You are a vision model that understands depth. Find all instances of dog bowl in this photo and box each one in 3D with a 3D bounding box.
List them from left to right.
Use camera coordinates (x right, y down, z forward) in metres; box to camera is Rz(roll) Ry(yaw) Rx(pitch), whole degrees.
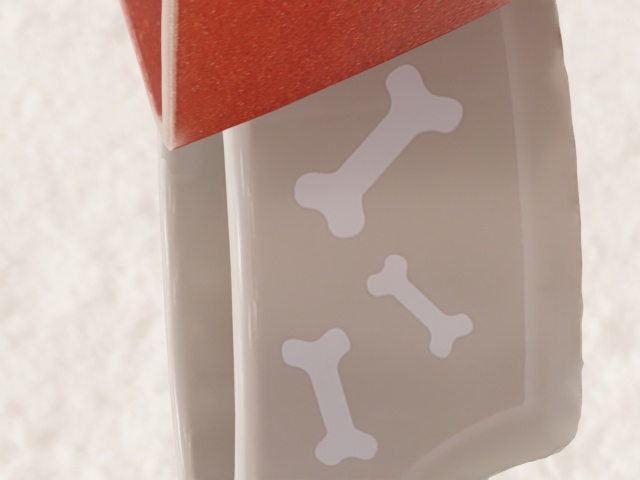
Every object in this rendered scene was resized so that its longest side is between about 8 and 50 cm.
[{"bbox_3d":[0.000,0.000,0.703,0.102,0.349,0.349,-2,50,-8],"label":"dog bowl"}]

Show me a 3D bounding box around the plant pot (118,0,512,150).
[{"bbox_3d":[0.045,-0.205,0.393,0.235,0.267,0.267,-16,78,-8],"label":"plant pot"}]
